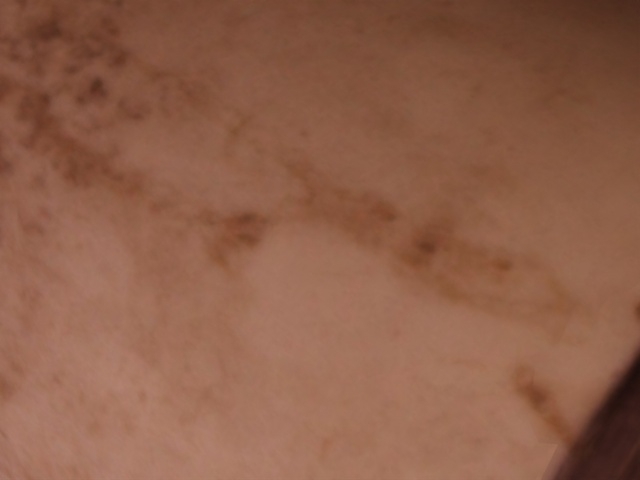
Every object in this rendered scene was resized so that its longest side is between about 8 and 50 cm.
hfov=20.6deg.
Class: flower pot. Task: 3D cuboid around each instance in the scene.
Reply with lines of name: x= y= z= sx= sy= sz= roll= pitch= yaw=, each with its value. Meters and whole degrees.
flower pot: x=0.000 y=0.000 z=0.552 sx=0.330 sy=0.293 sz=0.293 roll=32 pitch=157 yaw=25
